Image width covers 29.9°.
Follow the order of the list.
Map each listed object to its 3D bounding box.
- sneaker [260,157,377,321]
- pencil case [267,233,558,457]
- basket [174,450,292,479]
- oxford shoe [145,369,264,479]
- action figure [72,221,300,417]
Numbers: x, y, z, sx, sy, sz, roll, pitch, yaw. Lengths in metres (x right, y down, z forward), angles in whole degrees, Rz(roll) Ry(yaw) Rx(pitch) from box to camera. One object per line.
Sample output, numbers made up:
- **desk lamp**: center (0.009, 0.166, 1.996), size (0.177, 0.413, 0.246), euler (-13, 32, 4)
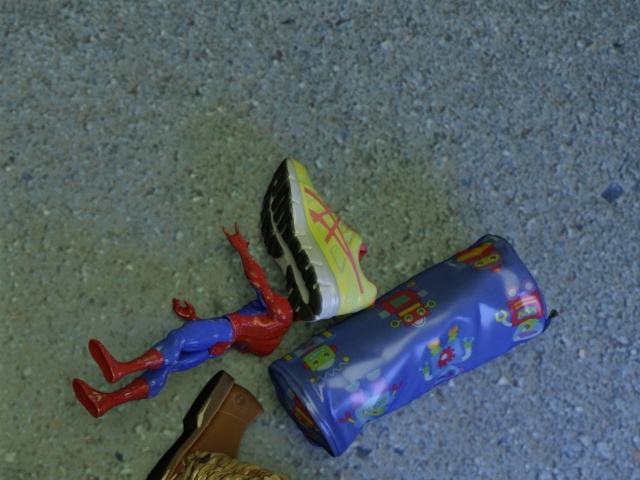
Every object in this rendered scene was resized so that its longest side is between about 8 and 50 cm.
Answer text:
- **sneaker**: center (0.000, 0.000, 1.279), size (0.094, 0.081, 0.208), euler (1, 53, -27)
- **pencil case**: center (0.097, 0.113, 1.276), size (0.306, 0.133, 0.119), euler (-29, 43, -16)
- **basket**: center (-0.010, 0.352, 1.122), size (0.299, 0.223, 0.213), euler (30, 74, -22)
- **oxford shoe**: center (-0.131, 0.240, 1.229), size (0.076, 0.076, 0.212), euler (38, 74, -12)
- **action figure**: center (-0.135, 0.074, 1.229), size (0.280, 0.091, 0.139), euler (-13, 55, -42)
